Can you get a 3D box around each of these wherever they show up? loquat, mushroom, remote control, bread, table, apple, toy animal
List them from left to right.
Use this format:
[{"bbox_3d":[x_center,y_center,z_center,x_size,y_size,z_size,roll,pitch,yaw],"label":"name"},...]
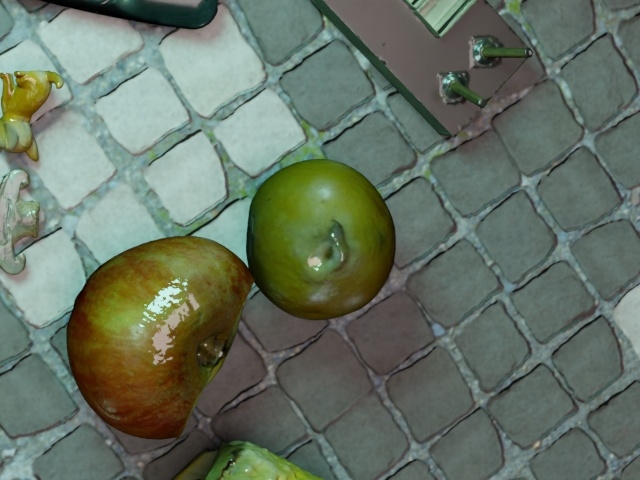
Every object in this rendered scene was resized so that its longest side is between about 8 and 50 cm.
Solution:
[{"bbox_3d":[-0.288,-0.017,1.303,0.049,0.019,0.101,0,99,-17],"label":"mushroom"},{"bbox_3d":[-0.267,-0.113,1.274,0.081,0.060,0.083,2,94,18],"label":"toy animal"},{"bbox_3d":[-0.200,-0.244,1.283,0.222,0.042,0.072,7,98,-17],"label":"remote control"},{"bbox_3d":[-0.148,0.085,1.279,0.160,0.173,0.195,23,88,-21],"label":"apple"},{"bbox_3d":[-0.063,0.287,1.334,0.170,0.197,0.197,39,86,-11],"label":"bread"},{"bbox_3d":[0.000,0.000,1.303,0.152,0.195,0.152,0,100,-1],"label":"loquat"},{"bbox_3d":[0.096,-0.222,1.339,0.240,0.111,0.121,44,84,-18],"label":"table"}]
